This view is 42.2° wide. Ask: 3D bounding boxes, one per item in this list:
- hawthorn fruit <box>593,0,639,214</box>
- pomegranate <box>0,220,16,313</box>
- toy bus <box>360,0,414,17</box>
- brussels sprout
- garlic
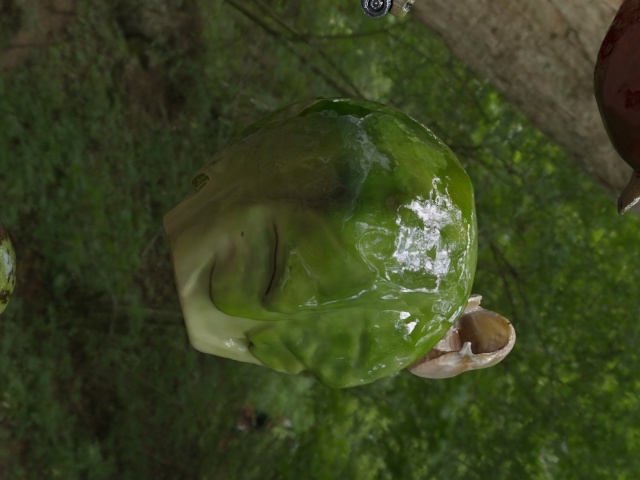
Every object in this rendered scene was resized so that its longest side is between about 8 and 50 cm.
[{"bbox_3d":[0.304,-0.118,0.607,0.250,0.215,0.215,-59,-175,21],"label":"hawthorn fruit"},{"bbox_3d":[-0.282,0.040,0.582,0.138,0.163,0.125,-15,171,-6],"label":"pomegranate"},{"bbox_3d":[0.045,-0.494,1.347,0.157,0.289,0.139,-54,-162,31],"label":"toy bus"},{"bbox_3d":[-0.001,-0.002,0.488,0.144,0.180,0.162,-109,-162,-72],"label":"brussels sprout"},{"bbox_3d":[0.215,0.155,1.245,0.099,0.174,0.124,-110,-157,-44],"label":"garlic"}]
